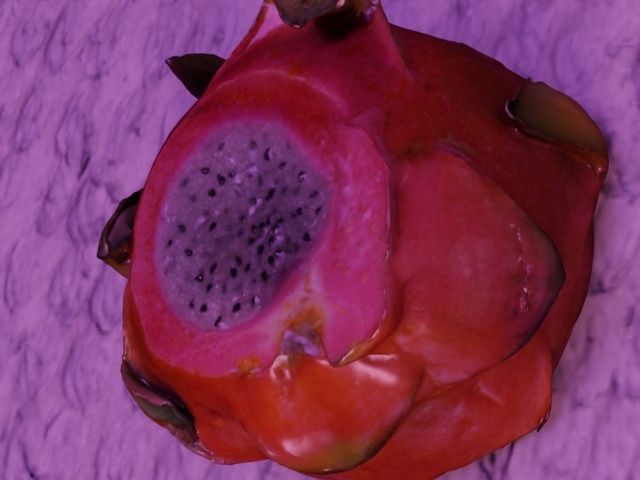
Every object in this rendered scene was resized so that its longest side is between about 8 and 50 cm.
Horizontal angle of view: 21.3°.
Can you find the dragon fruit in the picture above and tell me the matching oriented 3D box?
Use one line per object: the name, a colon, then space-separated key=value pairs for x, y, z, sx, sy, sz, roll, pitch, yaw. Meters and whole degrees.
dragon fruit: x=0.000 y=0.000 z=0.945 sx=0.290 sy=0.189 sz=0.291 roll=-17 pitch=61 yaw=33
